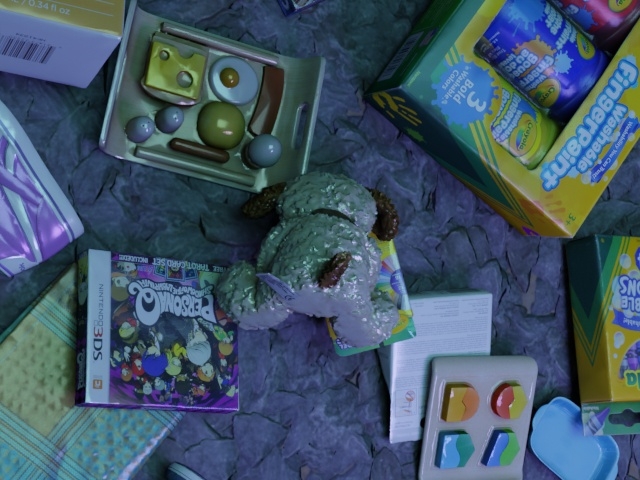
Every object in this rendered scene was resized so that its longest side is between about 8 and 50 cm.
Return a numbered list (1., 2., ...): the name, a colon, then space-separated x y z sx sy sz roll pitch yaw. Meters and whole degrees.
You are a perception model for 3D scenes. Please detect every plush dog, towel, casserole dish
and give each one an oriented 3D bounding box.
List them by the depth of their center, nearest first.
1. towel: -0.359 0.248 1.573 0.271 0.040 0.370 46 66 -15
2. plush dog: 0.000 0.000 1.633 0.262 0.210 0.225 9 54 -9
3. casserole dish: 0.407 0.336 1.919 0.188 0.037 0.114 40 70 -15

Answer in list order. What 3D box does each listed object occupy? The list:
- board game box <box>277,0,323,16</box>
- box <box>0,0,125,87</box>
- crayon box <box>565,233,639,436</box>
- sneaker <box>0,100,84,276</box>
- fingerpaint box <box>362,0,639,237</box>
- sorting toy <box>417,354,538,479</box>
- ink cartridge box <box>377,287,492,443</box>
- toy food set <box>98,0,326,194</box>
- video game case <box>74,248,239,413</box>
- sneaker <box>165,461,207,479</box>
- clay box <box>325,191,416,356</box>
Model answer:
1. board game box: 0.015 -0.466 1.819 0.243 0.042 0.165 -29 96 -25
2. box: -0.372 -0.403 1.529 0.215 0.168 0.345 9 69 -25
3. crayon box: 0.522 0.157 1.946 0.203 0.083 0.323 3 79 -28
4. sneaker: -0.449 -0.083 1.533 0.161 0.102 0.282 -35 99 -19
5. fingerpaint box: 0.351 -0.288 1.855 0.371 0.163 0.445 39 79 -17
6. sorting toy: 0.249 0.284 1.828 0.193 0.038 0.208 2 97 -26
7. ink cartridge box: 0.176 0.191 1.829 0.181 0.056 0.224 -3 100 -25
8. toy food set: -0.151 -0.201 1.686 0.306 0.092 0.219 14 79 -24
9. video game case: -0.220 0.127 1.614 0.232 0.042 0.210 9 71 -32
10. sneaker: -0.180 0.431 1.608 0.163 0.086 0.226 -39 102 -26
11. clay box: 0.056 0.051 1.739 0.127 0.053 0.222 -14 84 1
